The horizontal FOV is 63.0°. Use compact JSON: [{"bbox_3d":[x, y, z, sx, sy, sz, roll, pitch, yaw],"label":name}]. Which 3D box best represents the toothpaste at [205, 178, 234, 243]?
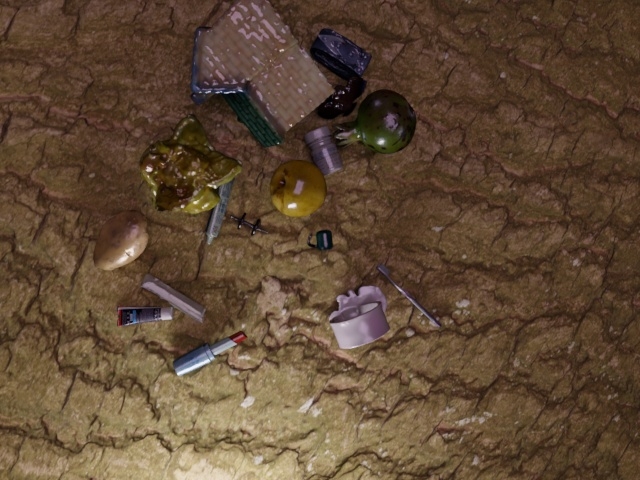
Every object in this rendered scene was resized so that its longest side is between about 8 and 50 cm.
[{"bbox_3d":[-0.368,-0.117,1.896,0.069,0.047,0.269,18,89,-40],"label":"toothpaste"}]

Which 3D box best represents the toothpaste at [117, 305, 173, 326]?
[{"bbox_3d":[-0.624,0.262,1.856,0.193,0.045,0.071,-4,82,-5],"label":"toothpaste"}]

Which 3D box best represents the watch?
[{"bbox_3d":[0.152,0.276,1.908,0.243,0.231,0.196,-22,91,-7],"label":"watch"}]

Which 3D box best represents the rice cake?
[{"bbox_3d":[-0.521,0.207,1.866,0.256,0.052,0.057,33,50,-9],"label":"rice cake"}]

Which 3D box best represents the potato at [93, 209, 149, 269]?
[{"bbox_3d":[-0.682,0.002,1.810,0.161,0.128,0.235,22,90,6],"label":"potato"}]

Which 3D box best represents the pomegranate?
[{"bbox_3d":[0.206,-0.412,1.924,0.305,0.242,0.242,-35,96,-5],"label":"pomegranate"}]

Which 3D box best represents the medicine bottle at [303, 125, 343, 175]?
[{"bbox_3d":[0.012,-0.330,1.949,0.104,0.105,0.168,-22,94,-10],"label":"medicine bottle"}]

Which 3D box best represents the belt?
[{"bbox_3d":[0.077,-0.704,1.957,0.218,0.122,0.129,28,83,-16],"label":"belt"}]

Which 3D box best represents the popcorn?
[{"bbox_3d":[-0.449,-0.254,1.775,0.320,0.290,0.326,-4,94,-20],"label":"popcorn"}]

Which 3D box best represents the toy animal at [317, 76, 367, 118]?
[{"bbox_3d":[0.086,-0.516,1.921,0.218,0.179,0.116,-35,102,10],"label":"toy animal"}]

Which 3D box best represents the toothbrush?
[{"bbox_3d":[0.350,0.215,2.051,0.354,0.024,0.029,43,74,-7],"label":"toothbrush"}]

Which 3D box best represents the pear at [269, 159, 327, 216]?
[{"bbox_3d":[-0.074,-0.185,1.887,0.208,0.209,0.209,0,90,-11],"label":"pear"}]

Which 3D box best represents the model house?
[{"bbox_3d":[-0.237,-0.571,1.803,0.400,0.395,0.445,-40,113,6],"label":"model house"}]

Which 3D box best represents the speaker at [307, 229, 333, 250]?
[{"bbox_3d":[-0.002,0.000,1.965,0.094,0.060,0.076,-7,90,-11],"label":"speaker"}]

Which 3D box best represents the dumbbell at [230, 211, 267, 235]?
[{"bbox_3d":[-0.263,-0.059,1.912,0.147,0.069,0.070,24,85,-10],"label":"dumbbell"}]

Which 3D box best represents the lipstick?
[{"bbox_3d":[-0.394,0.398,1.885,0.273,0.061,0.068,-26,97,-9],"label":"lipstick"}]
